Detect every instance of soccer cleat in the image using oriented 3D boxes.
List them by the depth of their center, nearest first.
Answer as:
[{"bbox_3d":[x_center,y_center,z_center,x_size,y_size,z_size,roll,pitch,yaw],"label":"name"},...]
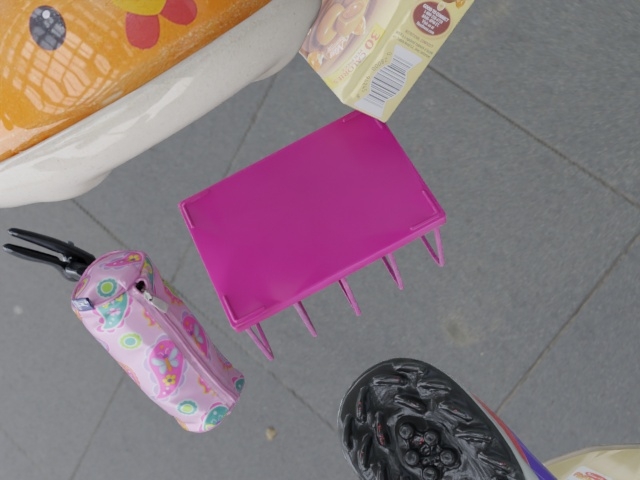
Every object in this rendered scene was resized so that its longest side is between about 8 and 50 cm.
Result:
[{"bbox_3d":[0.136,0.202,0.462,0.108,0.116,0.318,-43,66,4],"label":"soccer cleat"}]

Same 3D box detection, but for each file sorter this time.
[{"bbox_3d":[0.000,0.000,1.060,0.290,0.182,0.202,-28,61,-2],"label":"file sorter"}]

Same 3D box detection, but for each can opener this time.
[{"bbox_3d":[-0.419,0.020,1.231,0.073,0.186,0.059,-2,68,32],"label":"can opener"}]

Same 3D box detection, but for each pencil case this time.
[{"bbox_3d":[-0.217,0.139,1.073,0.124,0.124,0.284,-10,127,30],"label":"pencil case"}]

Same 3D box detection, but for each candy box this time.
[{"bbox_3d":[0.104,-0.330,0.976,0.316,0.087,0.183,-53,46,21],"label":"candy box"}]

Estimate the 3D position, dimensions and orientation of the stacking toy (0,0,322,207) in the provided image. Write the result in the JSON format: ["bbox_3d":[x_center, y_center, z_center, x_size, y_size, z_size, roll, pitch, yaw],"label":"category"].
[{"bbox_3d":[-0.247,-0.295,0.593,0.350,0.351,0.480,-17,116,30],"label":"stacking toy"}]

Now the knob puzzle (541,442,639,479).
[{"bbox_3d":[0.360,0.316,1.009,0.213,0.030,0.213,1,125,1],"label":"knob puzzle"}]
